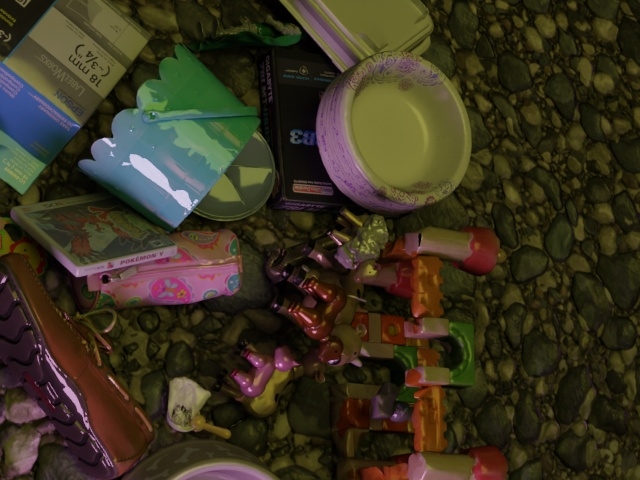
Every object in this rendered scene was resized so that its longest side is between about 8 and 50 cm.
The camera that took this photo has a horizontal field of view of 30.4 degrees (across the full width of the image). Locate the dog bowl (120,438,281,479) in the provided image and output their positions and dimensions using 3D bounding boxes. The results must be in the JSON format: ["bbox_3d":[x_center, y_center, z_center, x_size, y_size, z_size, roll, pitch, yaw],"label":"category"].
[{"bbox_3d":[-0.172,0.485,1.814,0.348,0.102,0.349,2,85,-27],"label":"dog bowl"}]

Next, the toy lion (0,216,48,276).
[{"bbox_3d":[-0.476,0.014,1.848,0.096,0.034,0.100,2,74,-38],"label":"toy lion"}]

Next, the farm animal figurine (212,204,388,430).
[{"bbox_3d":[-0.006,0.145,1.944,0.172,0.330,0.327,34,48,-11],"label":"farm animal figurine"}]

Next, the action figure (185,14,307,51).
[{"bbox_3d":[-0.113,-0.378,2.138,0.232,0.137,0.064,-9,99,-43],"label":"action figure"}]

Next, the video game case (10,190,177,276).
[{"bbox_3d":[-0.354,-0.015,1.838,0.183,0.201,0.023,-14,127,-41],"label":"video game case"}]

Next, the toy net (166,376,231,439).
[{"bbox_3d":[-0.201,0.336,1.918,0.122,0.045,0.232,-27,88,-12],"label":"toy net"}]

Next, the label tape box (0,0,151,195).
[{"bbox_3d":[-0.462,-0.278,1.895,0.240,0.106,0.334,39,59,-15],"label":"label tape box"}]

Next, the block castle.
[{"bbox_3d":[0.182,0.217,2.027,0.212,0.303,0.453,9,72,-30],"label":"block castle"}]

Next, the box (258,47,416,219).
[{"bbox_3d":[0.032,-0.195,2.196,0.295,0.073,0.293,5,73,-30],"label":"box"}]

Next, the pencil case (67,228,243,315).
[{"bbox_3d":[-0.266,0.049,1.909,0.284,0.124,0.124,-5,79,-34],"label":"pencil case"}]

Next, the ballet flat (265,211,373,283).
[{"bbox_3d":[0.000,0.000,2.116,0.250,0.084,0.058,-29,93,-28],"label":"ballet flat"}]

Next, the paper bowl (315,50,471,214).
[{"bbox_3d":[0.120,-0.185,2.114,0.284,0.148,0.284,9,74,-31],"label":"paper bowl"}]

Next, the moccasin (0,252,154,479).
[{"bbox_3d":[-0.374,0.179,1.788,0.380,0.139,0.147,56,47,-12],"label":"moccasin"}]

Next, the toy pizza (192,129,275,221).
[{"bbox_3d":[-0.177,-0.127,2.060,0.201,0.032,0.201,6,72,-19],"label":"toy pizza"}]

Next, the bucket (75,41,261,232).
[{"bbox_3d":[-0.237,-0.161,1.888,0.183,0.281,0.281,39,59,-10],"label":"bucket"}]

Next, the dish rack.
[{"bbox_3d":[0.063,-0.469,2.242,0.333,0.072,0.285,48,47,1],"label":"dish rack"}]
